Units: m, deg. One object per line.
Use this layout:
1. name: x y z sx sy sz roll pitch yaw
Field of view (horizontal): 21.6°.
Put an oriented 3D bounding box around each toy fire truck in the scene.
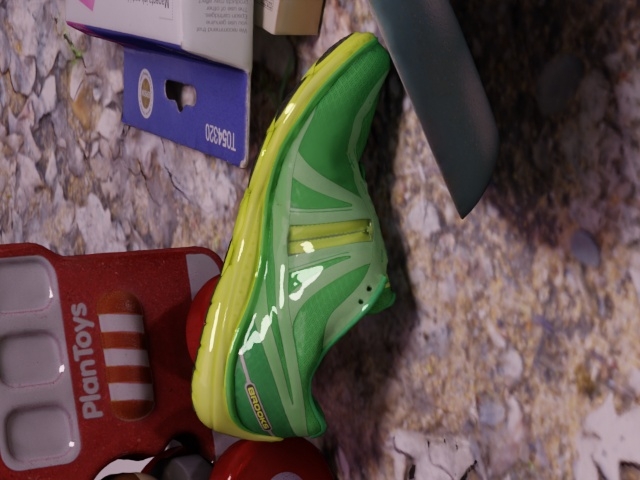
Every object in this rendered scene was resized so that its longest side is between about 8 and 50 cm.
1. toy fire truck: -0.141 0.149 1.261 0.169 0.254 0.302 -18 78 57

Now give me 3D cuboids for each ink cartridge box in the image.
1. ink cartridge box: -0.136 -0.239 1.348 0.324 0.071 0.330 -158 69 -65

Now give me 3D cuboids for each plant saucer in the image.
1. plant saucer: 0.039 -0.166 0.992 0.317 0.043 0.318 -23 -90 -84

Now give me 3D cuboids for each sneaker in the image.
1. sneaker: 0.000 0.000 1.176 0.109 0.123 0.296 -106 33 -85

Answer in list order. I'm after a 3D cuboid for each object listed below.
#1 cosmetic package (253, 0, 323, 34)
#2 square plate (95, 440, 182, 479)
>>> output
1. cosmetic package: -0.023 -0.213 1.235 0.060 0.041 0.115 40 126 50
2. square plate: -0.203 0.222 1.560 0.347 0.049 0.344 12 104 57
